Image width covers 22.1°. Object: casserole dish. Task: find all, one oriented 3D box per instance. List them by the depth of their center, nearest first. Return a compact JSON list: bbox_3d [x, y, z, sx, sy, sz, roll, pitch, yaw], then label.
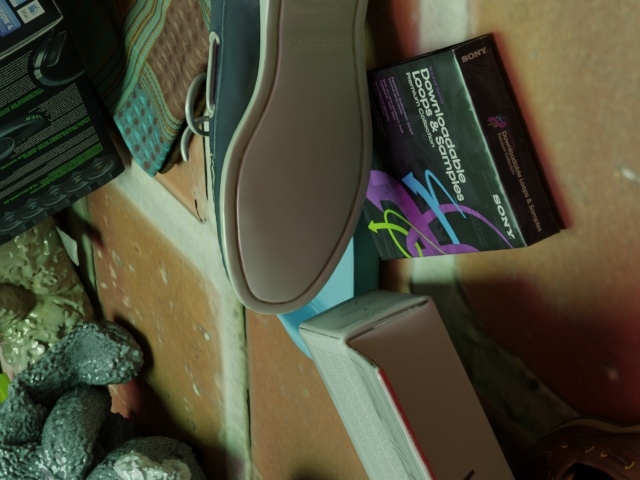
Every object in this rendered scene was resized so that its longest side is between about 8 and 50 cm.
[{"bbox_3d":[0.000,0.000,1.087,0.114,0.037,0.188,41,146,38],"label":"casserole dish"}]

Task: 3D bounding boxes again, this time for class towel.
[{"bbox_3d":[-0.183,-0.252,1.196,0.370,0.040,0.271,58,153,12],"label":"towel"}]

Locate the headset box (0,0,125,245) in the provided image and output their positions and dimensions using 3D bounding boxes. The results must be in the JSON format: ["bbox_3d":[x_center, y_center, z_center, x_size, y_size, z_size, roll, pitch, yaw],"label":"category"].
[{"bbox_3d":[-0.282,-0.160,1.272,0.246,0.131,0.283,55,170,20],"label":"headset box"}]

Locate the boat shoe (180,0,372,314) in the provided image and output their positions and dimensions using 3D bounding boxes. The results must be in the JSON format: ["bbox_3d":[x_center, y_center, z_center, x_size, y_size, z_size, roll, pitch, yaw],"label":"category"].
[{"bbox_3d":[-0.028,-0.087,0.940,0.079,0.095,0.255,15,107,59],"label":"boat shoe"}]

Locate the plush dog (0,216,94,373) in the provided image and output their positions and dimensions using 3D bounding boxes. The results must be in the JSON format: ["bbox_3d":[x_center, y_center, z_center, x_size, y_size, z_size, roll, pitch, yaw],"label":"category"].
[{"bbox_3d":[-0.359,0.019,1.508,0.262,0.225,0.211,55,163,17],"label":"plush dog"}]

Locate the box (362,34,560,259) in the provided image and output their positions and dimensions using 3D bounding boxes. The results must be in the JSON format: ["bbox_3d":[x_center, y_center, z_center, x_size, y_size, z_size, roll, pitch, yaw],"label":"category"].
[{"bbox_3d":[0.063,-0.048,0.939,0.162,0.029,0.116,-9,105,61],"label":"box"}]

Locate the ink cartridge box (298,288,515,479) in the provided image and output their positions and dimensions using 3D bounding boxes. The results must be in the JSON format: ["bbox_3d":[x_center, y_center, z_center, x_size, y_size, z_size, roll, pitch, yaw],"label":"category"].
[{"bbox_3d":[0.094,0.176,0.930,0.296,0.066,0.261,65,171,-5],"label":"ink cartridge box"}]

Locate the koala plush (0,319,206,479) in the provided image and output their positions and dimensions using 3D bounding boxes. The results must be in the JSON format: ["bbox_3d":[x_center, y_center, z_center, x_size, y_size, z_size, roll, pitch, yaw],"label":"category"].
[{"bbox_3d":[-0.186,0.221,1.469,0.221,0.203,0.196,28,138,32],"label":"koala plush"}]

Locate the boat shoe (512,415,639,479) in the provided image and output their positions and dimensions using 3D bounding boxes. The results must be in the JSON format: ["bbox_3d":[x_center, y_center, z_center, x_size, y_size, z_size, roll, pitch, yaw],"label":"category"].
[{"bbox_3d":[0.149,0.136,0.907,0.064,0.060,0.178,64,154,0],"label":"boat shoe"}]

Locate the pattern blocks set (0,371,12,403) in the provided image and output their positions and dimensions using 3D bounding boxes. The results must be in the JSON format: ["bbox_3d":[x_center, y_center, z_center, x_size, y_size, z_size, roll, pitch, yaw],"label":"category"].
[{"bbox_3d":[-0.428,0.134,1.982,0.285,0.026,0.325,46,148,33],"label":"pattern blocks set"}]
